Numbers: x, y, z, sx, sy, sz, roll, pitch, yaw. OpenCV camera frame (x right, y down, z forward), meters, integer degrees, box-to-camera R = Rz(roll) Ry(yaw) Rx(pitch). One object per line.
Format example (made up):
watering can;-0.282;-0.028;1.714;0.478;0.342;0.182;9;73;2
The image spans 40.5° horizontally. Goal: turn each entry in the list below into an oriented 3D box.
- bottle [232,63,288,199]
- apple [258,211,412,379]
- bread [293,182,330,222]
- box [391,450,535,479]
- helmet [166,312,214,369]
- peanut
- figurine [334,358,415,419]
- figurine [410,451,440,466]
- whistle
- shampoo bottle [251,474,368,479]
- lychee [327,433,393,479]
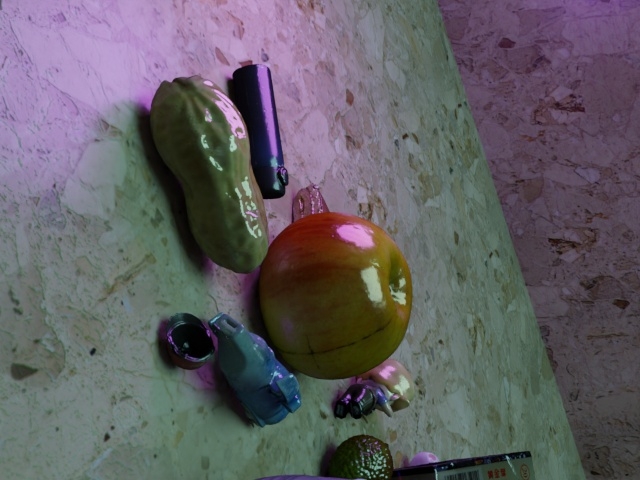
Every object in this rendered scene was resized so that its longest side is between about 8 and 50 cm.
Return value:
bottle;-0.105;-0.191;1.539;0.072;0.082;0.244;24;55;-62
apple;0.029;0.094;1.476;0.286;0.233;0.286;42;40;-51
bread;0.001;0.000;1.667;0.192;0.067;0.119;64;27;-22
box;0.245;0.465;1.656;0.310;0.198;0.084;7;70;-44
helmet;-0.187;0.147;1.212;0.065;0.049;0.084;-7;52;-31
peanut;-0.159;-0.097;1.307;0.149;0.149;0.313;-36;113;-64
figurine;0.106;0.300;1.676;0.196;0.114;0.108;-27;101;-57
figurine;0.227;0.520;1.829;0.178;0.109;0.129;46;59;-40
whistle;-0.094;0.195;1.282;0.093;0.180;0.269;-40;143;-18
shampoo bottle;-0.034;0.439;1.107;0.273;0.266;0.273;42;39;-48
lychee;0.075;0.401;1.538;0.146;0.114;0.114;-17;91;-51
